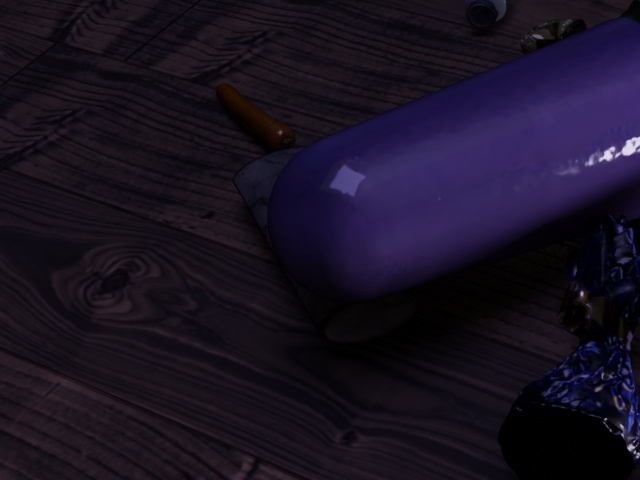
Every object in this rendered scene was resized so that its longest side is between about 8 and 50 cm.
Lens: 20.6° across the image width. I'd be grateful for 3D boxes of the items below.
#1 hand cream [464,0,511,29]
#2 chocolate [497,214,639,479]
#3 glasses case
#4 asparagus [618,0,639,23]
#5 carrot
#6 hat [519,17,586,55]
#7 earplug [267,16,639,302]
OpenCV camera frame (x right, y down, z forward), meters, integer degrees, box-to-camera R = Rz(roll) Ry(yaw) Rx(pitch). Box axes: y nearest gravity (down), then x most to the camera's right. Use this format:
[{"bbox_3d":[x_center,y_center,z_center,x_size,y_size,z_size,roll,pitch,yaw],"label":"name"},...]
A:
[{"bbox_3d":[0.240,-0.361,2.330,0.088,0.055,0.256,-4,36,22],"label":"hand cream"},{"bbox_3d":[0.269,0.085,1.688,0.126,0.148,0.343,-7,38,29],"label":"chocolate"},{"bbox_3d":[0.000,0.000,1.928,0.114,0.060,0.299,-18,39,-12],"label":"glasses case"},{"bbox_3d":[0.487,-0.160,1.972,0.128,0.108,0.382,-43,48,-13],"label":"asparagus"},{"bbox_3d":[-0.088,-0.156,2.166,0.037,0.037,0.190,-27,39,-19],"label":"carrot"},{"bbox_3d":[0.289,-0.236,2.157,0.076,0.059,0.077,3,32,42],"label":"hat"},{"bbox_3d":[0.157,-0.069,1.808,0.456,0.215,0.215,-20,38,-23],"label":"earplug"}]
